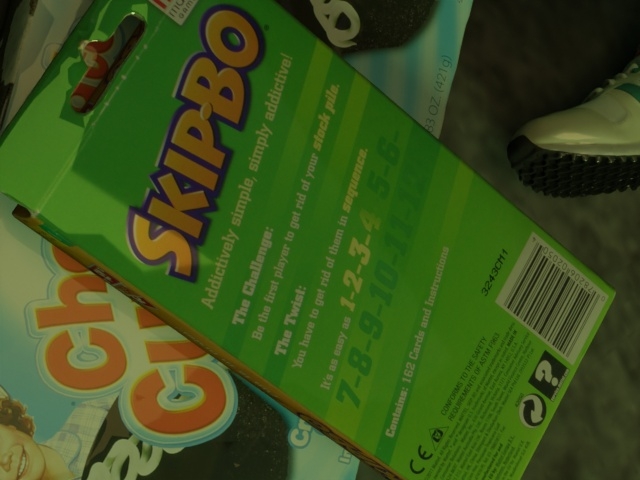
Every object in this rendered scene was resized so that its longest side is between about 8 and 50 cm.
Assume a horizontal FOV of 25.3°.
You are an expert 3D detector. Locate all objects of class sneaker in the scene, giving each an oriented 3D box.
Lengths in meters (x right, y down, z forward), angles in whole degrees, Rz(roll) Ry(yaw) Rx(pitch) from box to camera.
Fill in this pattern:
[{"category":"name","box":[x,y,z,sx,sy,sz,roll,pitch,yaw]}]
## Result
[{"category":"sneaker","box":[0.156,-0.068,0.708,0.161,0.057,0.075,-6,75,-25]}]

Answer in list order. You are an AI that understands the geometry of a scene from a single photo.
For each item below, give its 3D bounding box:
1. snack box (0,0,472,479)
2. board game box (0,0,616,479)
[{"category":"snack box","box":[-0.051,-0.022,0.594,0.187,0.060,0.322,17,82,-25]},{"category":"board game box","box":[0.000,0.000,0.566,0.259,0.039,0.124,39,72,-25]}]
